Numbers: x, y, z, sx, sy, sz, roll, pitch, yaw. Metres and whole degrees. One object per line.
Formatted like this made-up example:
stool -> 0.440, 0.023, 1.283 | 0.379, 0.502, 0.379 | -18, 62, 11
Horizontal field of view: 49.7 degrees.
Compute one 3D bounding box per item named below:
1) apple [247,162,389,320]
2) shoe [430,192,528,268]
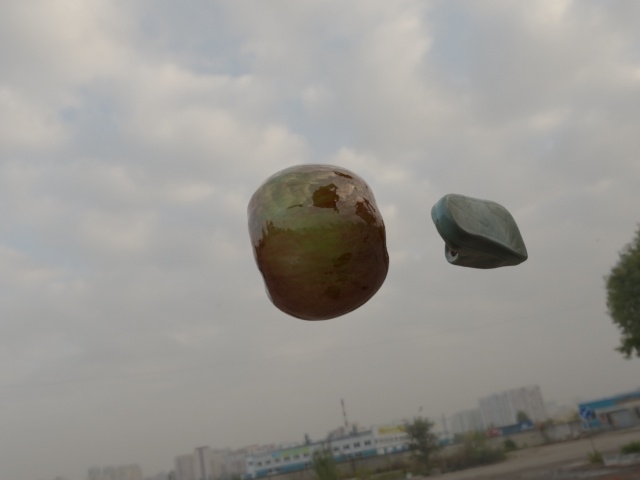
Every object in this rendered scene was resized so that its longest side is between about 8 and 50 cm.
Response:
apple -> 0.000, 0.001, 0.539 | 0.102, 0.126, 0.126 | -12, -18, 3
shoe -> 0.186, -0.006, 0.865 | 0.078, 0.079, 0.195 | -27, -26, 33
